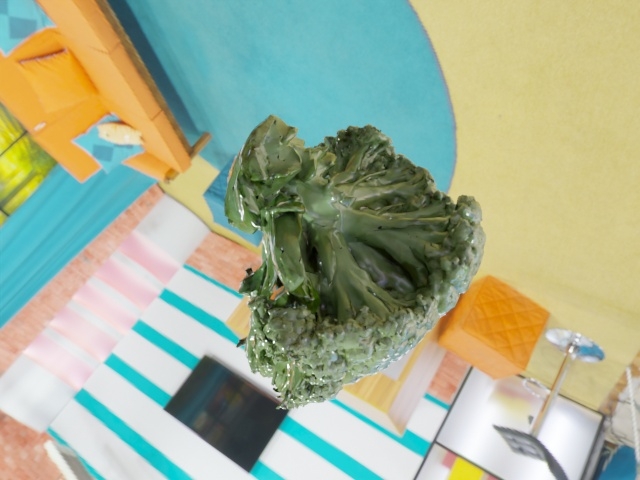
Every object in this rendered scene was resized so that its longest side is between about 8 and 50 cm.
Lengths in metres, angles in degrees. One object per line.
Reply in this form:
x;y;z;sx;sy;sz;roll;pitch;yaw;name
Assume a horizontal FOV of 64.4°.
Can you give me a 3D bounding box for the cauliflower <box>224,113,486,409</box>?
0.000;0.000;0.484;0.250;0.272;0.275;45;177;-28;cauliflower
